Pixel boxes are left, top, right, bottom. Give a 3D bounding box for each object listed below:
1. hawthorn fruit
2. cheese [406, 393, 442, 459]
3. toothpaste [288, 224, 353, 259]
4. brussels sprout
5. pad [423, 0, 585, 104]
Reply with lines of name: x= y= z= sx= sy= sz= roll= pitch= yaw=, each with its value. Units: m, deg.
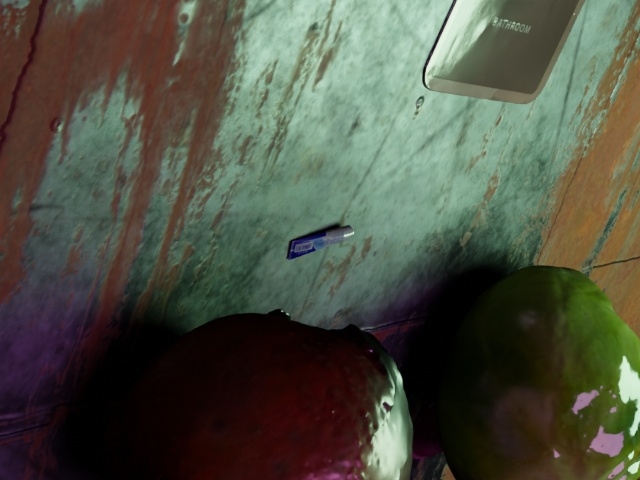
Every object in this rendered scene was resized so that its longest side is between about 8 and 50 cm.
hawthorn fruit: x=-0.053 y=0.201 z=1.624 sx=0.316 sy=0.316 sz=0.316 roll=-36 pitch=144 yaw=-32
cheese: x=0.135 y=0.232 z=2.162 sx=0.095 sy=0.038 sz=0.145 roll=-57 pitch=144 yaw=-3
toothpaste: x=0.000 y=0.000 z=1.774 sx=0.083 sy=0.015 sz=0.024 roll=-20 pitch=135 yaw=-38
brussels sprout: x=0.289 y=0.198 z=2.099 sx=0.344 sy=0.268 sz=0.344 roll=-4 pitch=95 yaw=-54
pad: x=0.209 y=-0.233 z=1.862 sx=0.266 sy=0.002 sz=0.176 roll=0 pitch=118 yaw=-55
